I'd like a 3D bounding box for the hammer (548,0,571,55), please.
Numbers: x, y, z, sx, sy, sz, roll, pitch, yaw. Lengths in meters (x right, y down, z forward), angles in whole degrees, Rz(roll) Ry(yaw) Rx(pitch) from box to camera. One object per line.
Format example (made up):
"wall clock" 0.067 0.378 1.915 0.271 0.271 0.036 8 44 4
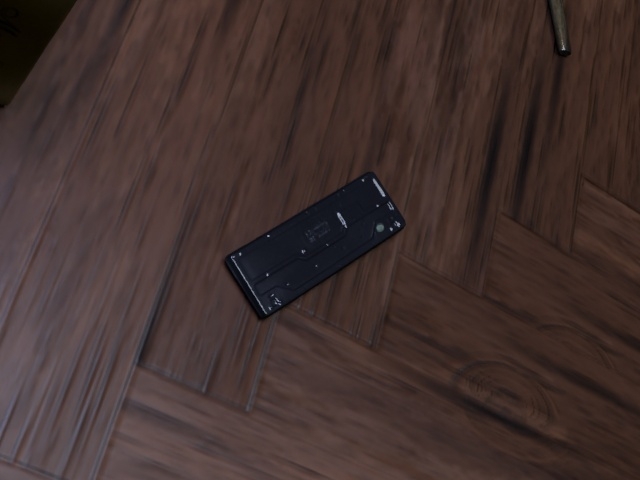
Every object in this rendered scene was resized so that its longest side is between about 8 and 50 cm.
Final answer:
"hammer" 0.221 -0.261 0.972 0.062 0.017 0.182 3 72 -33

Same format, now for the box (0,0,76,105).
"box" -0.193 -0.220 0.591 0.071 0.159 0.240 6 68 -34

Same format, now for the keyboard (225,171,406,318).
"keyboard" 0.000 0.000 0.728 0.155 0.010 0.053 -31 90 -37
